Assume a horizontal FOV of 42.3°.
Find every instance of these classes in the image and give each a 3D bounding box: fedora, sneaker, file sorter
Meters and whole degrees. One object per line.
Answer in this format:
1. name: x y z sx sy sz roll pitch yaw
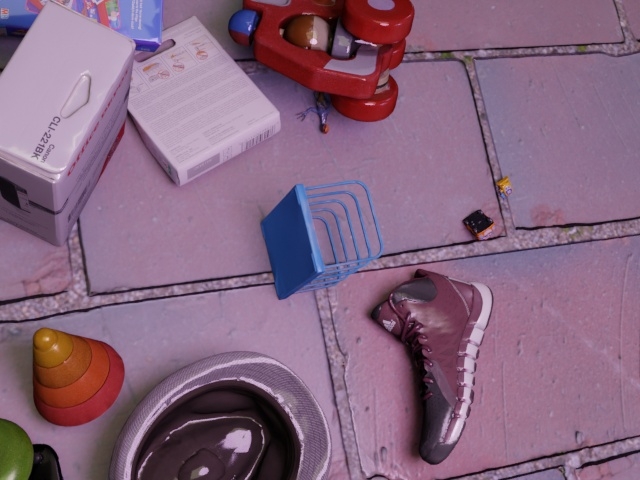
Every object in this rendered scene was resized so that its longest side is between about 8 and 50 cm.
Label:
1. fedora: -0.131 0.279 1.042 0.275 0.124 0.244 -42 89 -22
2. sneaker: 0.137 0.165 1.178 0.162 0.106 0.282 22 59 -5
3. file sorter: 0.000 0.000 1.138 0.104 0.170 0.118 -9 78 -23

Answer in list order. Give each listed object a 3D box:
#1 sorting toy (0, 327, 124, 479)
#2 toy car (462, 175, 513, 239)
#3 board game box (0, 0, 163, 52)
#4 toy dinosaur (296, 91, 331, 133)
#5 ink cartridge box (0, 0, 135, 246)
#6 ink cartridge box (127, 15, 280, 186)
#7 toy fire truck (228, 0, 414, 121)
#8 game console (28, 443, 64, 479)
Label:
1. sorting toy: -0.396 0.224 0.956 0.127 0.126 0.365 33 64 29
2. toy car: 0.277 -0.044 1.295 0.122 0.060 0.041 -43 122 -16
3. board game box: -0.327 -0.445 1.118 0.233 0.078 0.347 3 93 -19
4. toy dinosaur: 0.010 -0.207 1.268 0.090 0.047 0.082 -22 101 -31
5. ink cartridge box: -0.325 -0.132 1.019 0.114 0.273 0.197 26 69 -9
6. ink cartridge box: -0.194 -0.207 1.211 0.181 0.056 0.225 -32 67 -22
7. toy fire truck: 0.004 -0.316 1.207 0.253 0.169 0.302 10 46 2
8. game console: -0.345 0.430 0.973 0.213 0.044 0.362 -12 76 -14
